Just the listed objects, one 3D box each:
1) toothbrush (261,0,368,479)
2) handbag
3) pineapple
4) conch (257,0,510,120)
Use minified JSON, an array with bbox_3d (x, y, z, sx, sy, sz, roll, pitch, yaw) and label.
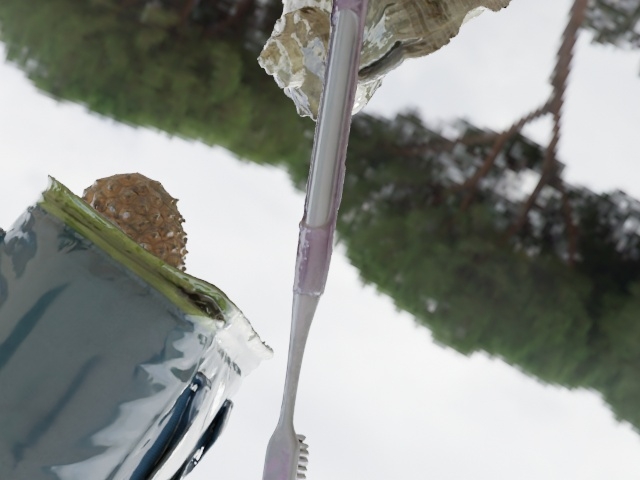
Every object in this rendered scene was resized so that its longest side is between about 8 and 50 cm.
[{"bbox_3d":[0.000,0.000,0.990,0.024,0.354,0.029,4,171,27],"label":"toothbrush"},{"bbox_3d":[-0.190,0.110,1.180,0.222,0.241,0.263,35,170,15],"label":"handbag"},{"bbox_3d":[-0.171,0.053,1.499,0.125,0.125,0.251,12,-133,-30],"label":"pineapple"},{"bbox_3d":[0.053,-0.152,1.118,0.207,0.130,0.155,-16,-144,-22],"label":"conch"}]
